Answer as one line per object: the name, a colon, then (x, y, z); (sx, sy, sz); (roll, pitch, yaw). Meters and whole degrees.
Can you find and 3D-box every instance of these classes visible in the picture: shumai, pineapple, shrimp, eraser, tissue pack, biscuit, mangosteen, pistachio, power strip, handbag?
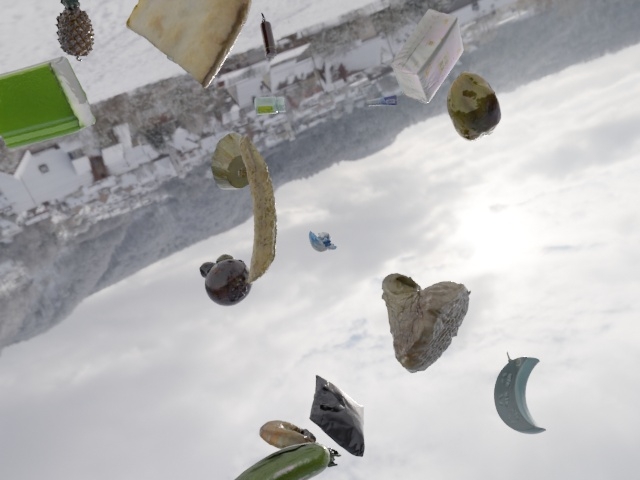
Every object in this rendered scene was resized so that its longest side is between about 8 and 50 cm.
shumai: (0.278, 0.234, 1.484); (0.262, 0.267, 0.314); (25, -114, 35)
pineapple: (-0.578, -0.530, 1.123); (0.083, 0.221, 0.103); (-22, -127, -40)
shrimp: (-0.070, 0.651, 1.557); (0.287, 0.062, 0.152); (9, 179, 28)
eraser: (-0.834, -0.399, 1.394); (0.274, 0.210, 0.092); (-9, -148, 8)
tissue pack: (0.359, -0.604, 1.574); (0.124, 0.185, 0.225); (34, -90, 30)
biscuit: (-0.446, -0.813, 1.667); (0.446, 0.429, 0.104); (-59, 161, 5)
mangosteen: (-0.318, 0.133, 1.594); (0.184, 0.172, 0.172); (26, -142, 24)
pistachio: (0.361, -0.305, 1.127); (0.110, 0.189, 0.100); (-37, -137, -6)
power strip: (0.505, 0.383, 1.215); (0.137, 0.044, 0.215); (-41, -146, 51)
handbag: (0.057, 0.560, 1.548); (0.088, 0.211, 0.254); (-53, -175, 16)

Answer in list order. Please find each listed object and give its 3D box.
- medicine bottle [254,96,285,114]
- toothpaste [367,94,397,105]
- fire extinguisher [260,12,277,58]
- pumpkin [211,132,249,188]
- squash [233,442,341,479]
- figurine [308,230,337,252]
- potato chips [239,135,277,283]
medicine bottle: (-0.143, -0.381, 1.341); (0.083, 0.047, 0.047); (-3, -166, -1)
toothpaste: (0.154, -0.345, 1.183); (0.083, 0.024, 0.015); (5, -159, 40)
fire extinguisher: (-0.193, -0.747, 1.742); (0.043, 0.158, 0.064); (-12, 170, 8)
pumpkin: (-0.306, -0.282, 1.773); (0.110, 0.217, 0.217); (26, -143, 23)
squash: (-0.092, 0.434, 0.858); (0.319, 0.071, 0.080); (-15, -152, -40)
figurine: (0.000, 0.000, 1.723); (0.114, 0.114, 0.079); (-90, -156, -78)
potato chips: (-0.160, -0.089, 1.252); (0.080, 0.406, 0.057); (6, 161, -39)
